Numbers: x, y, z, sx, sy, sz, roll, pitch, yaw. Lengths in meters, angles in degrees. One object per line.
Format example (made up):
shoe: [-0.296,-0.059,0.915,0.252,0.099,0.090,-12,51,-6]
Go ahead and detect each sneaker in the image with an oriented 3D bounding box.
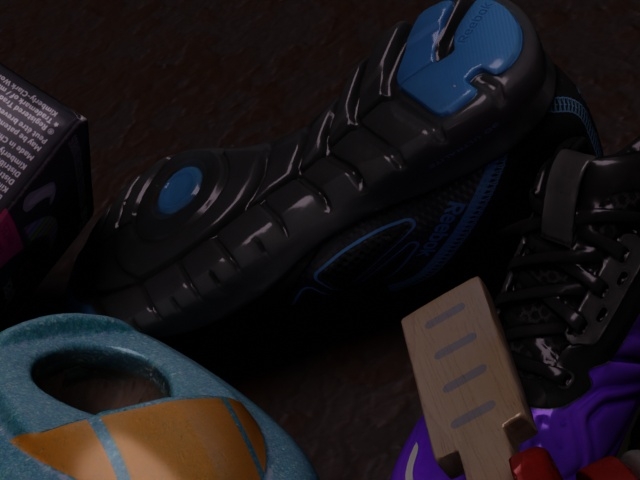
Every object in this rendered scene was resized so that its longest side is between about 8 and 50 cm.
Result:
sneaker: [0.124,0.026,0.730,0.102,0.146,0.293,22,55,41]
sneaker: [0.000,0.000,0.852,0.341,0.140,0.125,-25,45,25]

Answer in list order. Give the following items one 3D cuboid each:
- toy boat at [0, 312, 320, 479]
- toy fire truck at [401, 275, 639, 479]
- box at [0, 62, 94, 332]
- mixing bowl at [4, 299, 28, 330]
toy boat: [-0.141,0.113,0.666,0.318,0.148,0.267,-7,27,-39]
toy fire truck: [0.139,0.099,0.589,0.217,0.158,0.246,-26,76,-6]
box: [-0.260,0.024,0.819,0.143,0.165,0.270,34,73,5]
mixing bowl: [-0.289,0.013,0.974,0.182,0.098,0.181,-13,40,11]
